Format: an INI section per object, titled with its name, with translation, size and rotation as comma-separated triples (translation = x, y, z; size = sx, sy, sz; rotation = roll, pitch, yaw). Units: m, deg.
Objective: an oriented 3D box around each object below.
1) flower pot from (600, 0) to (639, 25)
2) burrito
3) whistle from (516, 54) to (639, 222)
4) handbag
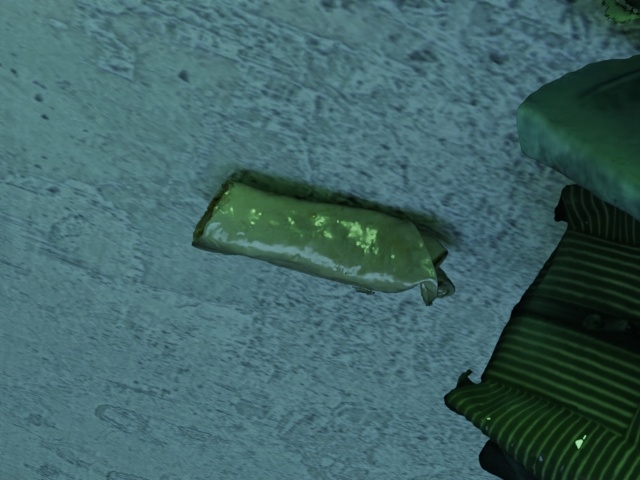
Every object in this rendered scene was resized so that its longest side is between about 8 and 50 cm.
[flower pot]
translation = 0.165, -0.200, 0.646
size = 0.140, 0.235, 0.235
rotation = 48, 149, -15
[burrito]
translation = 0.000, 0.000, 1.415
size = 0.226, 0.060, 0.087
rotation = 14, 163, 11
[whistle]
translation = 0.266, -0.044, 0.873
size = 0.168, 0.188, 0.405
rotation = -20, 180, -26
[handbag]
translation = 0.238, 0.117, 1.251
size = 0.240, 0.247, 0.340
rotation = 24, 167, 19
